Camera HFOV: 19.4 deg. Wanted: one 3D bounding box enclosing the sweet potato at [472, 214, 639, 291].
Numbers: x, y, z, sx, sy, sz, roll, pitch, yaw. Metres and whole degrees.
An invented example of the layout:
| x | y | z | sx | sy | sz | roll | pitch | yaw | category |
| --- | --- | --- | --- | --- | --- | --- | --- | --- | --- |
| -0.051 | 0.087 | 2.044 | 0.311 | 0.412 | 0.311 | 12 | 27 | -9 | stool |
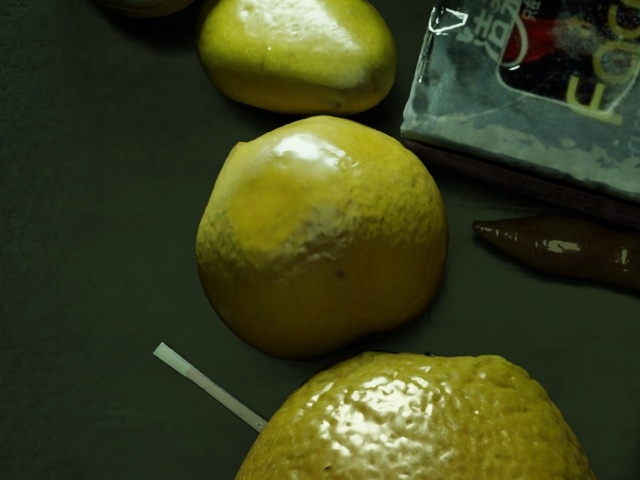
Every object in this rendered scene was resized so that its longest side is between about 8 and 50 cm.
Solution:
| x | y | z | sx | sy | sz | roll | pitch | yaw | category |
| --- | --- | --- | --- | --- | --- | --- | --- | --- | --- |
| 0.235 | 0.011 | 1.579 | 0.218 | 0.065 | 0.051 | 11 | 80 | 7 | sweet potato |

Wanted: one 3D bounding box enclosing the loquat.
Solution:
| x | y | z | sx | sy | sz | roll | pitch | yaw | category |
| --- | --- | --- | --- | --- | --- | --- | --- | --- | --- |
| 0.000 | 0.000 | 1.528 | 0.208 | 0.208 | 0.208 | 0 | 83 | 4 | loquat |

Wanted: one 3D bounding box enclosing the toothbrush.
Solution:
| x | y | z | sx | sy | sz | roll | pitch | yaw | category |
| --- | --- | --- | --- | --- | --- | --- | --- | --- | --- |
| -0.063 | 0.150 | 1.606 | 0.194 | 0.017 | 0.014 | 36 | 81 | 9 | toothbrush |

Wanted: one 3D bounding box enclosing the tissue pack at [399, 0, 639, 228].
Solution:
| x | y | z | sx | sy | sz | roll | pitch | yaw | category |
| --- | --- | --- | --- | --- | --- | --- | --- | --- | --- |
| 0.268 | -0.139 | 1.557 | 0.361 | 0.122 | 0.259 | 18 | 75 | 7 | tissue pack |

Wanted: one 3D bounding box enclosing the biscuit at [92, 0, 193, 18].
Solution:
| x | y | z | sx | sy | sz | roll | pitch | yaw | category |
| --- | --- | --- | --- | --- | --- | --- | --- | --- | --- |
| -0.148 | -0.285 | 1.609 | 0.181 | 0.049 | 0.208 | -37 | 60 | 1 | biscuit |

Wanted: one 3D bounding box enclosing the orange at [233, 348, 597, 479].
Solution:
| x | y | z | sx | sy | sz | roll | pitch | yaw | category |
| --- | --- | --- | --- | --- | --- | --- | --- | --- | --- |
| 0.073 | 0.258 | 1.443 | 0.322 | 0.322 | 0.357 | 7 | 74 | 4 | orange |

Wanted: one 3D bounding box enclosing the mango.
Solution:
| x | y | z | sx | sy | sz | roll | pitch | yaw | category |
| --- | --- | --- | --- | --- | --- | --- | --- | --- | --- |
| -0.018 | -0.162 | 1.580 | 0.195 | 0.098 | 0.137 | 35 | 73 | 31 | mango |
